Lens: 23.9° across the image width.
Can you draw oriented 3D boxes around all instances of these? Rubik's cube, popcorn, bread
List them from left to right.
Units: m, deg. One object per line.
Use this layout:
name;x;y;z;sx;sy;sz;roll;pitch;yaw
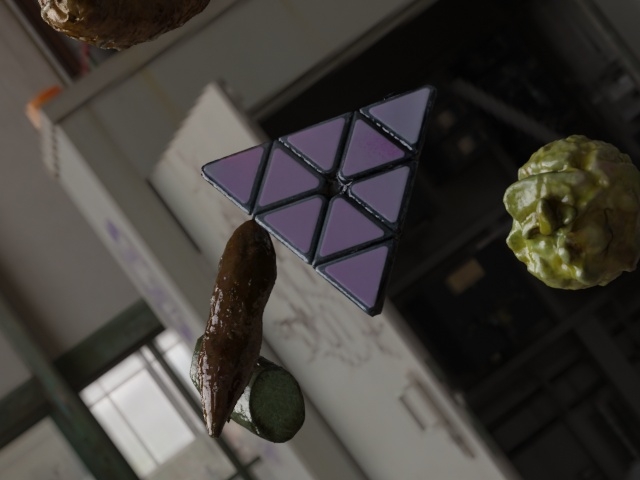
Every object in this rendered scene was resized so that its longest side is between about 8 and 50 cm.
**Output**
bread;-0.110;-0.181;0.935;0.076;0.105;0.233;-45;14;46
Rubik's cube;0.000;0.000;1.247;0.190;0.178;0.211;2;-51;-11
popcorn;0.311;-0.035;1.855;0.185;0.167;0.187;69;-148;-53

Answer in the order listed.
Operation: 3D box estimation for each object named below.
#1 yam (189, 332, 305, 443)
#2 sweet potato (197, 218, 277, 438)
yam;-0.074;0.133;1.383;0.069;0.070;0.146;-35;34;-24
sweet potato;-0.072;0.066;1.289;0.065;0.051;0.218;83;-165;-54
